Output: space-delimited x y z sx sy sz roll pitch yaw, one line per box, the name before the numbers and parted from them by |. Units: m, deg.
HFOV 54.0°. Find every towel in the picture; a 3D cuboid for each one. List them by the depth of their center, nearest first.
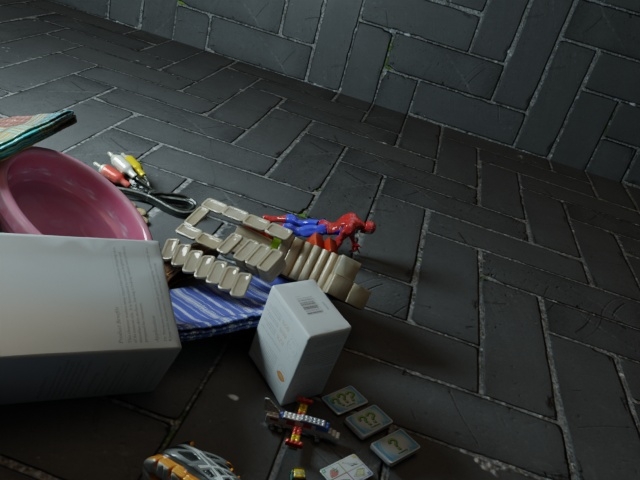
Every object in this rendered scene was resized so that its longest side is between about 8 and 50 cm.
towel | -0.655 -0.151 1.117 0.271 0.040 0.370 2 32 29
towel | -0.178 0.114 1.212 0.335 0.040 0.243 -7 16 -37

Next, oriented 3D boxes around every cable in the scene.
cable | -0.441 -0.134 1.561 0.287 0.072 0.139 27 35 19

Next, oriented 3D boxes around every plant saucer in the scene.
plant saucer | -0.473 -0.032 1.195 0.332 0.084 0.332 42 17 -16

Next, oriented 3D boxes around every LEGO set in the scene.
LEGO set | 0.024 0.310 1.024 0.244 0.060 0.182 -10 34 -40

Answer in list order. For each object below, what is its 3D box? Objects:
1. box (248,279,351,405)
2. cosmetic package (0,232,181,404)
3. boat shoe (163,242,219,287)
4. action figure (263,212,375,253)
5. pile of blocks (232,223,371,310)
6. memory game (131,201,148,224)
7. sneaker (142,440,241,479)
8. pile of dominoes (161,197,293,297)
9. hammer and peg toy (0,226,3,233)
box | -0.040 0.176 1.095 0.091 0.171 0.130 -7 43 -37
cosmetic package | -0.426 0.115 0.935 0.384 0.156 0.217 4 51 -32
boat shoe | -0.278 0.055 1.321 0.060 0.064 0.178 37 41 25
action figure | 0.000 0.000 1.553 0.280 0.139 0.091 -3 29 11
pile of blocks | -0.034 0.037 1.342 0.362 0.113 0.149 22 -9 27
memory game | -0.493 -0.058 1.459 0.186 0.012 0.186 12 28 -7
sneaker | -0.139 0.340 0.857 0.214 0.084 0.083 27 25 21
pile of dominoes | -0.193 0.020 1.287 0.251 0.040 0.196 21 53 27
hammer and peg toy | -0.684 0.009 1.118 0.265 0.127 0.361 15 28 -7
